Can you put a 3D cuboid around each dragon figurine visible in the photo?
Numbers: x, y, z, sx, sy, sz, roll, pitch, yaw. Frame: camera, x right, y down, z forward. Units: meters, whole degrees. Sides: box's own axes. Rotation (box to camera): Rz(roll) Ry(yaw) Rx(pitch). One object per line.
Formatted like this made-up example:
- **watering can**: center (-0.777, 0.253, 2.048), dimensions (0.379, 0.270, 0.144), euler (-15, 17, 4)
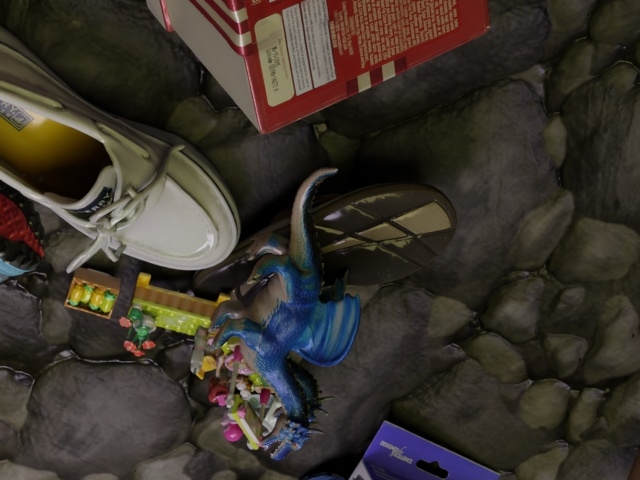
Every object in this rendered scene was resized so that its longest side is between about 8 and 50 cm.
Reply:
- **dragon figurine**: center (-0.012, 0.064, 1.862), dimensions (0.144, 0.085, 0.289), euler (24, 105, -15)

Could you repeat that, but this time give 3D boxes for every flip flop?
- **flip flop**: center (0.000, 0.000, 1.929), dimensions (0.277, 0.080, 0.112), euler (-22, 127, 24)

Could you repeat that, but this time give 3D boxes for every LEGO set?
- **LEGO set**: center (-0.127, 0.125, 1.945), dimensions (0.132, 0.107, 0.287), euler (-20, 136, 36)

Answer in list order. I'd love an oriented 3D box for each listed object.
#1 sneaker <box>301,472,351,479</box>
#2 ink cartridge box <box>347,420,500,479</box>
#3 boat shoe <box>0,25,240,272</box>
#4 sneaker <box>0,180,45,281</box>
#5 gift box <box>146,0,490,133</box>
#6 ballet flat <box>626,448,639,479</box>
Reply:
- **sneaker**: center (-0.013, 0.345, 2.182), dimensions (0.083, 0.087, 0.221), euler (16, 122, -26)
- **ink cartridge box**: center (0.091, 0.321, 2.162), dimensions (0.206, 0.045, 0.208), euler (27, 97, -39)
- **boat shoe**: center (-0.206, -0.053, 1.776), dimensions (0.136, 0.156, 0.367), euler (-39, 126, 17)
- **sneaker**: center (-0.378, -0.040, 1.776), dimensions (0.125, 0.104, 0.262), euler (-28, 119, 30)
- **gift box**: center (-0.045, -0.272, 1.576), dimensions (0.276, 0.258, 0.255), euler (-21, 134, -17)
- **ballet flat**: center (0.460, 0.180, 2.172), dimensions (0.342, 0.116, 0.124), euler (-30, 108, 9)
